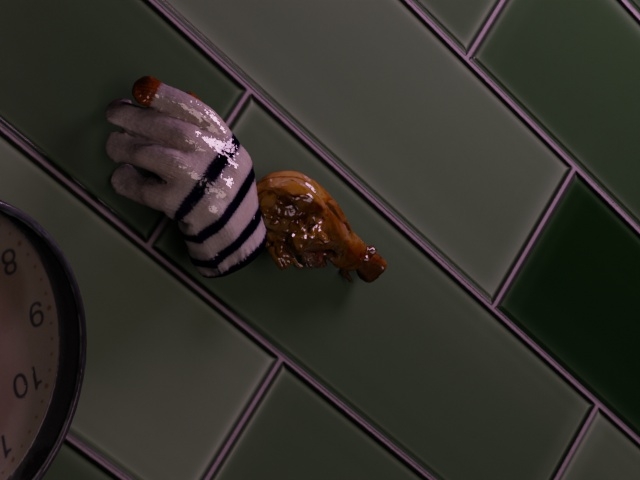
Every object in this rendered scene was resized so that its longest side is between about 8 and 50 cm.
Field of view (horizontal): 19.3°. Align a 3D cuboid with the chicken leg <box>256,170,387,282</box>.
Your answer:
[{"bbox_3d":[0.001,-0.003,2.168,0.207,0.085,0.101,37,30,-36],"label":"chicken leg"}]

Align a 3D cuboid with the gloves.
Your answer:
[{"bbox_3d":[-0.140,-0.077,2.048,0.140,0.131,0.218,-38,121,-29],"label":"gloves"}]

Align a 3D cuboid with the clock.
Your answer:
[{"bbox_3d":[-0.392,0.128,1.857,0.386,0.076,0.386,-16,112,-46],"label":"clock"}]
